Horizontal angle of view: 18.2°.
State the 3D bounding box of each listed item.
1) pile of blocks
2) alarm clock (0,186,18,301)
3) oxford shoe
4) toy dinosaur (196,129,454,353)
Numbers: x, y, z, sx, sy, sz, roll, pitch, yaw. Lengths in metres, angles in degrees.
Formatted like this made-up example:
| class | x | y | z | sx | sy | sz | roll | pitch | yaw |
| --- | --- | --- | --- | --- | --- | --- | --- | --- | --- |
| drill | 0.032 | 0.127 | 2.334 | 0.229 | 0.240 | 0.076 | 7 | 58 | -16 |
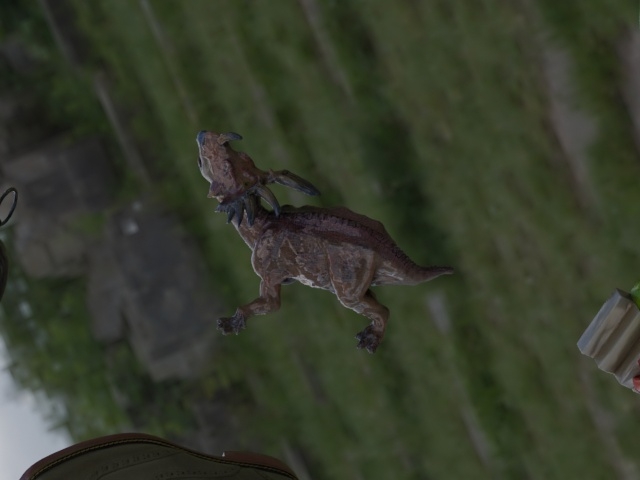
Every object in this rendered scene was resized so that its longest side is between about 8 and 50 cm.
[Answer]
| class | x | y | z | sx | sy | sz | roll | pitch | yaw |
| --- | --- | --- | --- | --- | --- | --- | --- | --- | --- |
| pile of blocks | 0.460 | 0.055 | 2.208 | 0.149 | 0.362 | 0.112 | 50 | -171 | -31 |
| alarm clock | -0.327 | 0.030 | 1.823 | 0.064 | 0.192 | 0.129 | 24 | 159 | 17 |
| oxford shoe | -0.155 | 0.286 | 2.147 | 0.130 | 0.348 | 0.123 | 36 | 120 | 58 |
| toy dinosaur | 0.000 | 0.000 | 2.098 | 0.127 | 0.296 | 0.200 | -79 | -1 | -50 |
